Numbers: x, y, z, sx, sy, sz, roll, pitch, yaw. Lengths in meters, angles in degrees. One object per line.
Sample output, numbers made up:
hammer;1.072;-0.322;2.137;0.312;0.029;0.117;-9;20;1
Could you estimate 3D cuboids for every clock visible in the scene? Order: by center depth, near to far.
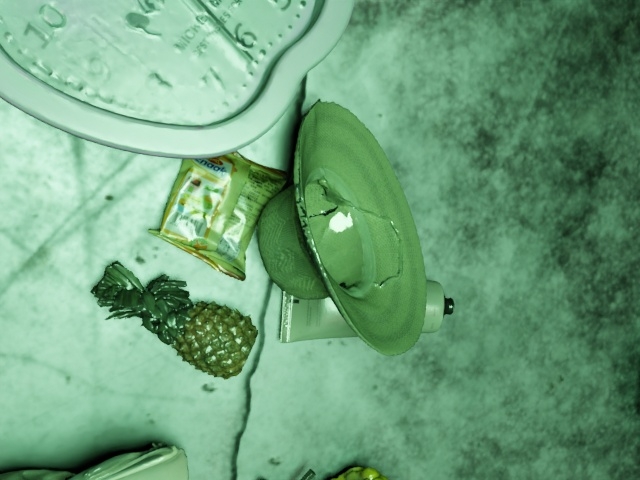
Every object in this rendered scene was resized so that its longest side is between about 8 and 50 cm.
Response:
clock;-0.145;-0.232;0.675;0.339;0.102;0.338;-1;95;-16

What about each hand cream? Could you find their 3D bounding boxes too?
hand cream;0.051;0.067;0.828;0.186;0.054;0.087;3;91;-11

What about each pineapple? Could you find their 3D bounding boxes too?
pineapple;-0.141;0.074;0.755;0.159;0.074;0.074;31;88;-18

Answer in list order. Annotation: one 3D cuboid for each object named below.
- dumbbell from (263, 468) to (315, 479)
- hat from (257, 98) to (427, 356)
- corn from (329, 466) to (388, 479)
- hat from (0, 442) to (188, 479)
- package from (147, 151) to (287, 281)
dumbbell;-0.057;0.296;0.818;0.069;0.069;0.147;44;85;-20
hat;0.000;0.000;0.753;0.110;0.252;0.252;-19;109;27
corn;0.103;0.405;0.866;0.120;0.120;0.363;-28;105;-12
hat;-0.232;0.282;0.723;0.275;0.161;0.232;-18;118;-39
package;-0.099;-0.034;0.770;0.108;0.031;0.120;25;84;-22
